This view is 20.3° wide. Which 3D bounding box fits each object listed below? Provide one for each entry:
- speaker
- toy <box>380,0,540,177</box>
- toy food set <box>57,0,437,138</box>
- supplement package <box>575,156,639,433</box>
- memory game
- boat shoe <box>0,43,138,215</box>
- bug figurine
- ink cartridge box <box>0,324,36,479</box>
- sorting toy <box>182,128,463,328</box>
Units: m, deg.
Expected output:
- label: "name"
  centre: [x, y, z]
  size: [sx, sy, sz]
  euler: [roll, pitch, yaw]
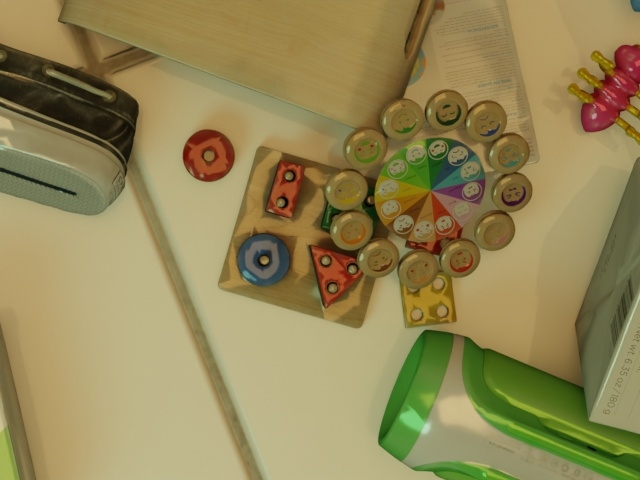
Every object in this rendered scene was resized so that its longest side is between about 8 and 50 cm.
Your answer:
- label: "speaker"
  centre: [0.205, 0.182, 1.533]
  size: [0.296, 0.131, 0.131]
  euler: [23, 89, -3]
- label: "toy"
  centre: [0.099, -0.169, 1.563]
  size: [0.137, 0.056, 0.237]
  euler: [-11, 88, 0]
- label: "toy food set"
  centre: [-0.050, -0.238, 1.525]
  size: [0.306, 0.092, 0.220]
  euler: [20, 90, 3]
- label: "supplement package"
  centre: [0.383, 0.074, 1.493]
  size: [0.293, 0.175, 0.177]
  euler: [14, 115, -3]
- label: "memory game"
  centre: [0.093, -0.041, 1.515]
  size: [0.186, 0.012, 0.186]
  euler: [-7, 118, -13]
- label: "boat shoe"
  centre: [-0.315, -0.129, 1.519]
  size: [0.335, 0.121, 0.119]
  euler: [23, 58, -10]
- label: "bug figurine"
  centre: [0.343, -0.141, 1.569]
  size: [0.279, 0.072, 0.216]
  euler: [41, 94, -7]
- label: "ink cartridge box"
  centre: [-0.427, 0.197, 1.498]
  size: [0.353, 0.119, 0.207]
  euler: [-13, 91, -4]
- label: "sorting toy"
  centre: [0.000, 0.000, 1.561]
  size: [0.274, 0.046, 0.132]
  euler: [16, 89, -4]
